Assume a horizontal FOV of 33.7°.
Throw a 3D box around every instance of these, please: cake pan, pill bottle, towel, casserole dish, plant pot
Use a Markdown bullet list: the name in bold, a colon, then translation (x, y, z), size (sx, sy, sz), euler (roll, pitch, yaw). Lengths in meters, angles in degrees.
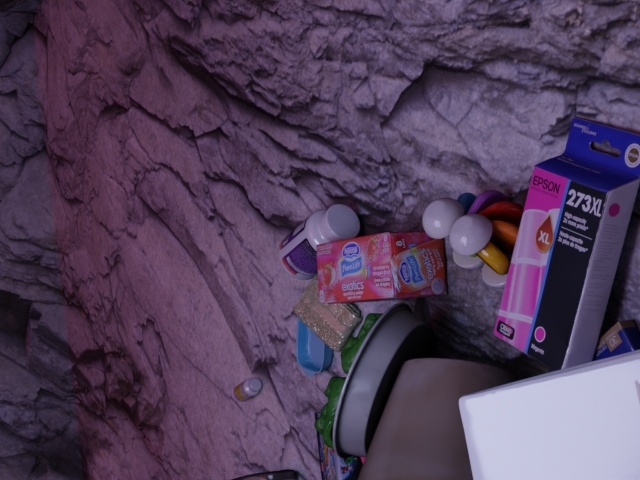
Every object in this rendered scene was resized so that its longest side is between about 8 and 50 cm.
- **cake pan**: translation (0.115, 0.253, 1.843), size (0.054, 0.293, 0.293), euler (21, 112, 22)
- **pill bottle**: translation (0.000, 0.000, 2.195), size (0.193, 0.108, 0.108), euler (-40, 58, 51)
- **towel**: translation (0.012, 0.153, 2.203), size (0.148, 0.027, 0.110), euler (42, 113, 26)
- **casserole dish**: translation (-0.009, 0.199, 2.283), size (0.114, 0.037, 0.188), euler (11, 99, 58)
- **plant pot**: translation (0.214, 0.348, 1.726), size (0.323, 0.323, 0.280), euler (-17, 59, 57)
- **pill bottle**: translation (-0.174, 0.358, 2.542), size (0.083, 0.043, 0.043), euler (-37, 60, 52)

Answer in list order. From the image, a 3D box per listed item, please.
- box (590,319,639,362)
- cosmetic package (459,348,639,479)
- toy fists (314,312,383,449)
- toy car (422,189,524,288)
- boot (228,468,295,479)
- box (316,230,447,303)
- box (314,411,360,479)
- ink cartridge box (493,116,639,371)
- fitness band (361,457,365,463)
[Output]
- **box**: translation (0.459, 0.246, 1.543), size (0.136, 0.036, 0.225), euler (-56, 47, 42)
- **cosmetic package**: translation (0.432, 0.297, 1.221), size (0.327, 0.393, 0.329), euler (-25, 69, 48)
- **toy fists**: translation (0.072, 0.269, 2.031), size (0.142, 0.096, 0.279), euler (-96, 29, -84)
- **toy car**: translation (0.272, -0.019, 1.755), size (0.136, 0.159, 0.182), euler (-51, 38, -2)
- **boot**: translation (-0.157, 0.696, 2.449), size (0.377, 0.138, 0.284), euler (-31, 65, 48)
- **box**: translation (0.112, 0.053, 2.001), size (0.257, 0.128, 0.123), euler (-10, 82, 58)
- **box**: translation (0.039, 0.465, 2.167), size (0.159, 0.044, 0.233), euler (146, 119, -73)
- **ink cartridge box**: translation (0.378, 0.004, 1.610), size (0.176, 0.069, 0.371), euler (32, 111, 58)
- **fitness band**: translation (0.157, 0.408, 2.009), size (0.291, 0.054, 0.209), euler (57, 136, 42)
